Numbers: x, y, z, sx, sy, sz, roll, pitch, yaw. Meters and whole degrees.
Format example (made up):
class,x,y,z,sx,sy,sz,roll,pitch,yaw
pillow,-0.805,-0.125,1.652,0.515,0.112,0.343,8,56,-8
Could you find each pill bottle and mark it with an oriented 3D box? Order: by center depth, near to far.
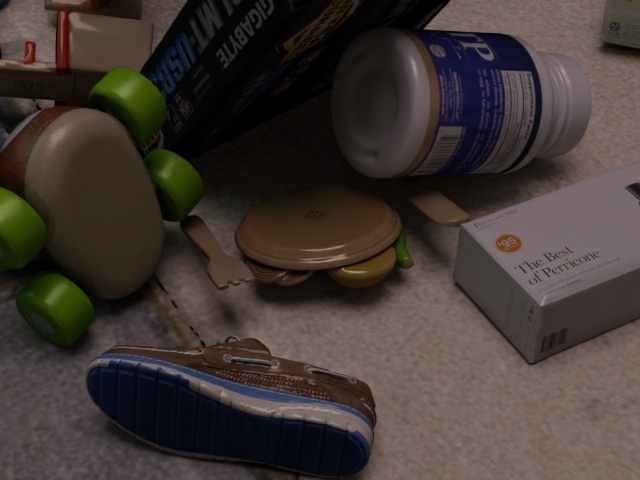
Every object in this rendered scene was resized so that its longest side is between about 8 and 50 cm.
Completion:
class,x,y,z,sx,sy,sz,roll,pitch,yaw
pill bottle,0.112,-0.105,0.968,0.186,0.112,0.112,-3,37,-34

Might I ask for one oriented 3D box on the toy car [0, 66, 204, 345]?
class,x,y,z,sx,sy,sz,roll,pitch,yaw
toy car,-0.210,-0.038,0.898,0.188,0.149,0.155,16,53,35

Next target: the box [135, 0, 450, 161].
class,x,y,z,sx,sy,sz,roll,pitch,yaw
box,0.012,-0.184,0.960,0.293,0.295,0.073,-30,85,-33

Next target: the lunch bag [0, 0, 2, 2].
class,x,y,z,sx,sy,sz,roll,pitch,yaw
lunch bag,-0.420,-0.272,1.199,0.219,0.090,0.176,-17,41,-22

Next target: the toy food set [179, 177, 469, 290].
class,x,y,z,sx,sy,sz,roll,pitch,yaw
toy food set,0.000,0.000,0.925,0.192,0.039,0.132,-14,29,-17

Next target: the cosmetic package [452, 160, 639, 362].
class,x,y,z,sx,sy,sz,roll,pitch,yaw
cosmetic package,0.223,-0.001,0.913,0.239,0.060,0.099,-20,44,-23

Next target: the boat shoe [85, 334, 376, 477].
class,x,y,z,sx,sy,sz,roll,pitch,yaw
boat shoe,-0.054,0.098,0.794,0.183,0.066,0.066,16,37,2

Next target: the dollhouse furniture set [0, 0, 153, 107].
class,x,y,z,sx,sy,sz,roll,pitch,yaw
dollhouse furniture set,-0.207,-0.249,1.059,0.135,0.262,0.259,4,76,-12

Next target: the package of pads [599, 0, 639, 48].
class,x,y,z,sx,sy,sz,roll,pitch,yaw
package of pads,0.406,-0.278,1.214,0.229,0.101,0.297,11,42,12
